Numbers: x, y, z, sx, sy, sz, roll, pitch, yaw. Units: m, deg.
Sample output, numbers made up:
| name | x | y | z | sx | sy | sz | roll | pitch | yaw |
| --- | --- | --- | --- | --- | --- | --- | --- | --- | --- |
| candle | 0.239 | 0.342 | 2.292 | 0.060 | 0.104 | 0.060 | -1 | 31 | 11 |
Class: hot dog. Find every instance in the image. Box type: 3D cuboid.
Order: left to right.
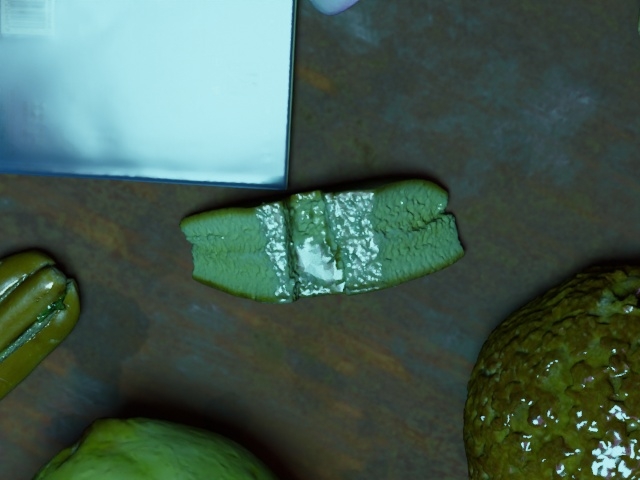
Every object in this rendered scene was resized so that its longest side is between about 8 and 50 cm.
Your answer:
| name | x | y | z | sx | sy | sz | roll | pitch | yaw |
| --- | --- | --- | --- | --- | --- | --- | --- | --- | --- |
| hot dog | -0.314 | 0.105 | 1.326 | 0.249 | 0.068 | 0.100 | -42 | 101 | 10 |

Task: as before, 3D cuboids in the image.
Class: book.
| name | x | y | z | sx | sy | sz | roll | pitch | yaw |
| --- | --- | --- | --- | --- | --- | --- | --- | --- | --- |
| book | -0.156 | -0.144 | 1.286 | 0.269 | 0.025 | 0.191 | 3 | 105 | 0 |

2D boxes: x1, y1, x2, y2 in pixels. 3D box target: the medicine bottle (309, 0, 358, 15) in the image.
| name | x | y | z | sx | sy | sz | roll | pitch | yaw |
| --- | --- | --- | --- | --- | --- | --- | --- | --- | --- |
| medicine bottle | -0.025 | -0.353 | 1.136 | 0.212 | 0.212 | 0.325 | -41 | 101 | 10 |

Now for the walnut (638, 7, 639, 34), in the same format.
| name | x | y | z | sx | sy | sz | roll | pitch | yaw |
| --- | --- | --- | --- | --- | --- | --- | --- | --- | --- |
| walnut | 0.320 | -0.194 | 1.232 | 0.124 | 0.105 | 0.105 | -18 | 103 | 9 |

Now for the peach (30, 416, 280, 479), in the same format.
| name | x | y | z | sx | sy | sz | roll | pitch | yaw |
| --- | --- | --- | --- | --- | --- | --- | --- | --- | --- |
| peach | -0.123 | 0.313 | 1.268 | 0.316 | 0.281 | 0.314 | 53 | 136 | 14 |

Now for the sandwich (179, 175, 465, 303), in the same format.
| name | x | y | z | sx | sy | sz | roll | pitch | yaw |
| --- | --- | --- | --- | --- | --- | --- | --- | --- | --- |
| sandwich | 0.000 | 0.000 | 1.286 | 0.244 | 0.088 | 0.090 | -7 | 100 | 3 |

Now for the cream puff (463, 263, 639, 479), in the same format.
| name | x | y | z | sx | sy | sz | roll | pitch | yaw |
| --- | --- | --- | --- | --- | --- | --- | --- | --- | --- |
| cream puff | 0.268 | 0.182 | 1.267 | 0.303 | 0.212 | 0.303 | -1 | 107 | -3 |
